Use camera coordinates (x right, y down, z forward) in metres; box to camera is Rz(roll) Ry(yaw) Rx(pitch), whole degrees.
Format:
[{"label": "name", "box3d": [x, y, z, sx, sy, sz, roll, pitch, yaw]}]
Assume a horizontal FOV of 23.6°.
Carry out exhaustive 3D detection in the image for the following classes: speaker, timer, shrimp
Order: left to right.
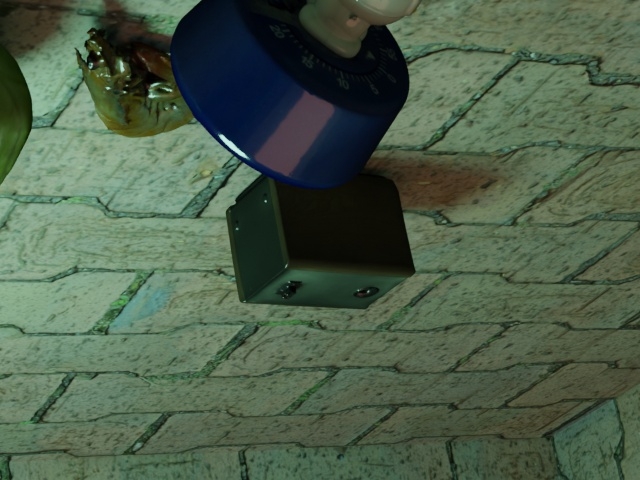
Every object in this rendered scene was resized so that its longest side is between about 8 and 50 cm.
[{"label": "shrimp", "box3d": [-0.218, -0.200, 1.911, 0.152, 0.063, 0.287, -13, 160, 2]}, {"label": "speaker", "box3d": [0.000, 0.000, 2.308, 0.231, 0.192, 0.153, 4, 153, -33]}, {"label": "timer", "box3d": [0.041, -0.268, 1.671, 0.270, 0.270, 0.383, 10, 137, -39]}]

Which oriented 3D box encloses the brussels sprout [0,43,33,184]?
[{"label": "brussels sprout", "box3d": [-0.485, -0.126, 1.744, 0.328, 0.247, 0.328, -27, 155, -13]}]
